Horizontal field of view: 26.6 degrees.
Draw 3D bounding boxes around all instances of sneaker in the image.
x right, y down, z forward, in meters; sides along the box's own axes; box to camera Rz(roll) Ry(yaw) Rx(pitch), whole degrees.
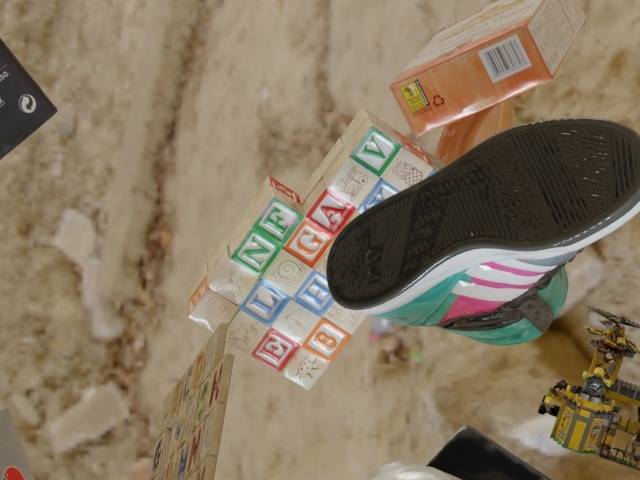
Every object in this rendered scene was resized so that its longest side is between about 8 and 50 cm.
[{"bbox_3d":[0.170,0.004,1.104,0.295,0.178,0.124,-22,64,35],"label":"sneaker"}]

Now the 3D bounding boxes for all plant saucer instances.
[{"bbox_3d":[0.219,-0.135,1.907,0.200,0.037,0.200,-162,90,-72],"label":"plant saucer"}]

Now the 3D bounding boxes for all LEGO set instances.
[{"bbox_3d":[0.447,0.179,1.651,0.331,0.255,0.192,21,103,20],"label":"LEGO set"}]

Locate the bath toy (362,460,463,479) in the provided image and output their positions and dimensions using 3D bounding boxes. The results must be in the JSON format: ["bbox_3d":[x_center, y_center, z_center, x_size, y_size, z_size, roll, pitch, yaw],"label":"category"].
[{"bbox_3d":[0.124,0.332,1.028,0.151,0.129,0.348,-33,71,34],"label":"bath toy"}]

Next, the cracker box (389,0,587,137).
[{"bbox_3d":[0.181,-0.199,1.417,0.155,0.232,0.067,-22,104,27],"label":"cracker box"}]

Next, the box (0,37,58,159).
[{"bbox_3d":[-0.405,-0.153,1.089,0.294,0.183,0.296,53,155,-18],"label":"box"}]

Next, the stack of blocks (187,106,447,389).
[{"bbox_3d":[0.000,0.000,1.533,0.297,0.171,0.087,-53,16,13],"label":"stack of blocks"}]

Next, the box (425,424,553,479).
[{"bbox_3d":[0.251,0.469,1.678,0.293,0.212,0.395,31,156,35],"label":"box"}]

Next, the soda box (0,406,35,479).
[{"bbox_3d":[-0.393,0.358,1.659,0.091,0.098,0.286,-18,96,20],"label":"soda box"}]

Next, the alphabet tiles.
[{"bbox_3d":[-0.111,0.181,1.058,0.237,0.009,0.198,128,154,-59],"label":"alphabet tiles"}]
